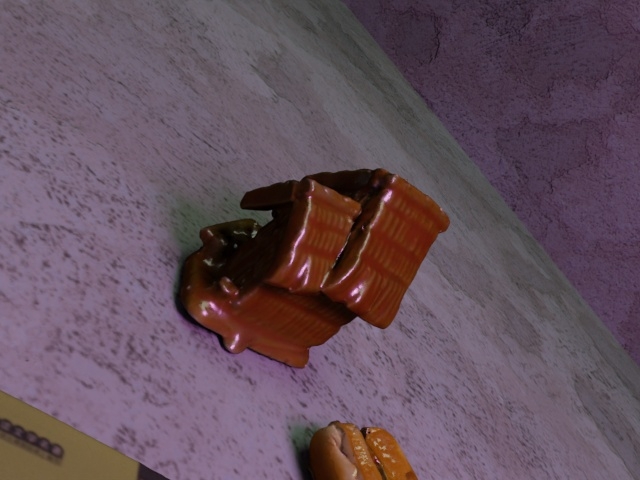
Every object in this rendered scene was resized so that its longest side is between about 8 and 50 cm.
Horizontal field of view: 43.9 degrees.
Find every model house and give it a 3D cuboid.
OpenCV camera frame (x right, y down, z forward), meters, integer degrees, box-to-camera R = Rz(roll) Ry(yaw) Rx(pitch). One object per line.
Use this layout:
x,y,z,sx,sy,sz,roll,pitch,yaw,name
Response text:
-0.001,0.001,0.826,0.199,0.229,0.220,38,21,-37,model house

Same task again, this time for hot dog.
0.062,0.265,0.688,0.109,0.072,0.269,24,29,-42,hot dog

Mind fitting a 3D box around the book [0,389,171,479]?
-0.178,0.209,0.371,0.239,0.035,0.352,36,24,-22,book
